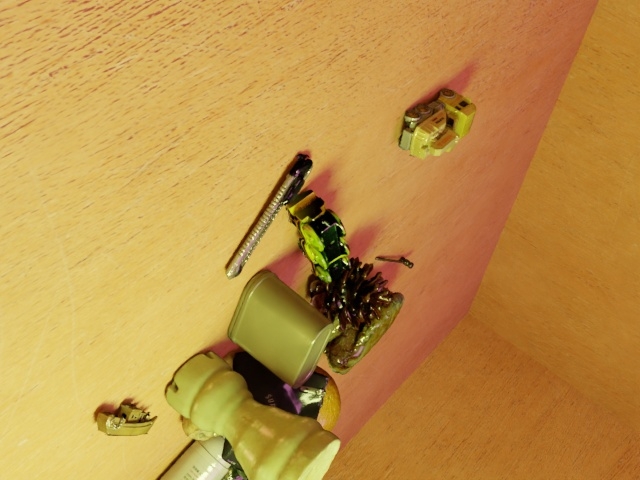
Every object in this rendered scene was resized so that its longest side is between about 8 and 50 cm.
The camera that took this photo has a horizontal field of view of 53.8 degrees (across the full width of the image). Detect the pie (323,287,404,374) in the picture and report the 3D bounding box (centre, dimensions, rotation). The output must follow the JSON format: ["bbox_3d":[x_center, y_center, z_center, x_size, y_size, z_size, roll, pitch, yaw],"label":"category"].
[{"bbox_3d":[0.155,0.332,2.410,0.395,0.180,0.418,-49,164,-6],"label":"pie"}]

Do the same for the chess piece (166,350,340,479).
[{"bbox_3d":[-0.189,0.478,1.627,0.234,0.442,0.234,-45,154,-28],"label":"chess piece"}]

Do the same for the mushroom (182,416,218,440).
[{"bbox_3d":[-0.332,0.518,1.831,0.148,0.112,0.148,-31,144,-26],"label":"mushroom"}]

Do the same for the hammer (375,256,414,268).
[{"bbox_3d":[0.283,0.080,2.461,0.292,0.058,0.029,9,110,-59],"label":"hammer"}]

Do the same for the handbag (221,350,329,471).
[{"bbox_3d":[-0.128,0.504,1.829,0.152,0.288,0.342,68,26,-81],"label":"handbag"}]

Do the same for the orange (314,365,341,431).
[{"bbox_3d":[-0.071,0.522,2.017,0.274,0.274,0.274,-41,153,-26],"label":"orange"}]

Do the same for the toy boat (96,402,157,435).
[{"bbox_3d":[-0.468,0.433,1.537,0.072,0.064,0.206,-70,159,-7],"label":"toy boat"}]

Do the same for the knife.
[{"bbox_3d":[-0.122,-0.050,1.541,0.365,0.043,0.089,-56,155,6],"label":"knife"}]

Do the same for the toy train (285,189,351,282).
[{"bbox_3d":[0.000,0.000,1.693,0.100,0.160,0.296,-36,150,-16],"label":"toy train"}]

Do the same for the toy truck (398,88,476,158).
[{"bbox_3d":[0.361,-0.340,1.895,0.272,0.157,0.124,-36,150,-34],"label":"toy truck"}]

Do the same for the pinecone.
[{"bbox_3d":[0.097,0.165,1.991,0.264,0.264,0.264,-41,153,-26],"label":"pinecone"}]

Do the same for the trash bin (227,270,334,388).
[{"bbox_3d":[-0.108,0.241,1.706,0.121,0.247,0.243,-19,138,-55],"label":"trash bin"}]

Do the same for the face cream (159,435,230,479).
[{"bbox_3d":[-0.359,0.695,1.980,0.370,0.145,0.145,-47,155,-17],"label":"face cream"}]

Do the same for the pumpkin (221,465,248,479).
[{"bbox_3d":[-0.320,0.807,2.193,0.190,0.146,0.190,-40,-170,9],"label":"pumpkin"}]
